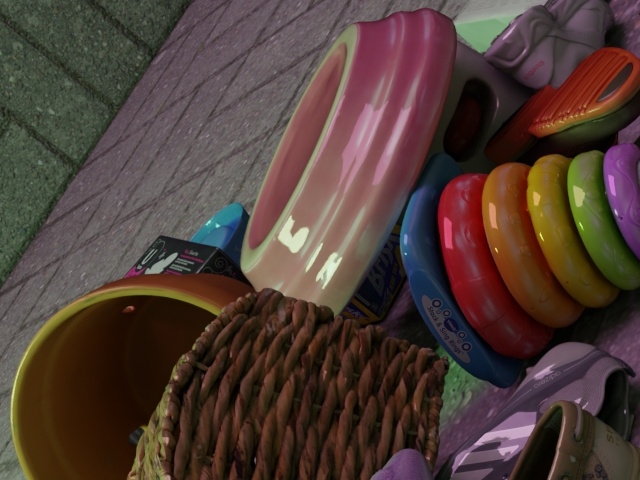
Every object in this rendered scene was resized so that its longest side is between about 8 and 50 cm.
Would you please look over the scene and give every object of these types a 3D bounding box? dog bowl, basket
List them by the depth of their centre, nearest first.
[{"bbox_3d":[-0.047,0.215,1.125,0.299,0.214,0.223,-76,7,-51],"label":"basket"},{"bbox_3d":[-0.169,0.087,1.986,0.297,0.074,0.166,-57,19,-17],"label":"dog bowl"}]

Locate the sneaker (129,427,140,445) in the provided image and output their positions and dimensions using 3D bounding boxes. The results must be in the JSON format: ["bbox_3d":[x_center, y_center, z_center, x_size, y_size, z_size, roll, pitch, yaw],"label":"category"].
[{"bbox_3d":[-0.312,0.295,1.863,0.115,0.105,0.281,-38,22,33],"label":"sneaker"}]

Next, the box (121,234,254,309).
[{"bbox_3d":[-0.143,0.099,1.756,0.142,0.163,0.247,-50,18,-10],"label":"box"}]

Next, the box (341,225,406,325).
[{"bbox_3d":[0.066,0.009,1.604,0.054,0.059,0.169,-23,32,57],"label":"box"}]

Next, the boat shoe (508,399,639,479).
[{"bbox_3d":[0.114,0.240,0.989,0.285,0.089,0.104,-56,20,-12],"label":"boat shoe"}]

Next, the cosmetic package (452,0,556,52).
[{"bbox_3d":[0.246,-0.276,1.736,0.099,0.060,0.239,-51,18,-8],"label":"cosmetic package"}]

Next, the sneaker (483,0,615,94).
[{"bbox_3d":[0.251,-0.182,1.502,0.090,0.115,0.232,-44,-8,36],"label":"sneaker"}]

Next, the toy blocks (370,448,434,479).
[{"bbox_3d":[0.044,0.266,0.807,0.309,0.289,0.260,-40,24,37],"label":"toy blocks"}]

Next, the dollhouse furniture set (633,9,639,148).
[{"bbox_3d":[0.298,-0.156,1.312,0.161,0.101,0.182,-50,18,2],"label":"dollhouse furniture set"}]

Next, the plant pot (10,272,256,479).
[{"bbox_3d":[-0.137,0.154,1.499,0.291,0.291,0.203,-44,3,20],"label":"plant pot"}]

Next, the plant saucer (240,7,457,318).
[{"bbox_3d":[0.013,-0.070,1.367,0.332,0.084,0.332,-156,90,-80],"label":"plant saucer"}]

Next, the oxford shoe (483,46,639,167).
[{"bbox_3d":[0.233,-0.093,1.291,0.097,0.098,0.271,-48,4,-11],"label":"oxford shoe"}]

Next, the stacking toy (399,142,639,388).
[{"bbox_3d":[0.227,-0.016,1.182,0.302,0.175,0.165,-22,25,29],"label":"stacking toy"}]

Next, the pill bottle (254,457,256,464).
[{"bbox_3d":[-0.071,0.281,1.282,0.131,0.131,0.229,-44,19,19],"label":"pill bottle"}]

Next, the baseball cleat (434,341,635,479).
[{"bbox_3d":[0.151,0.163,1.088,0.206,0.072,0.109,-56,25,-5],"label":"baseball cleat"}]

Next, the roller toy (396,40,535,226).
[{"bbox_3d":[0.133,-0.093,1.509,0.191,0.146,0.209,-52,20,30],"label":"roller toy"}]
